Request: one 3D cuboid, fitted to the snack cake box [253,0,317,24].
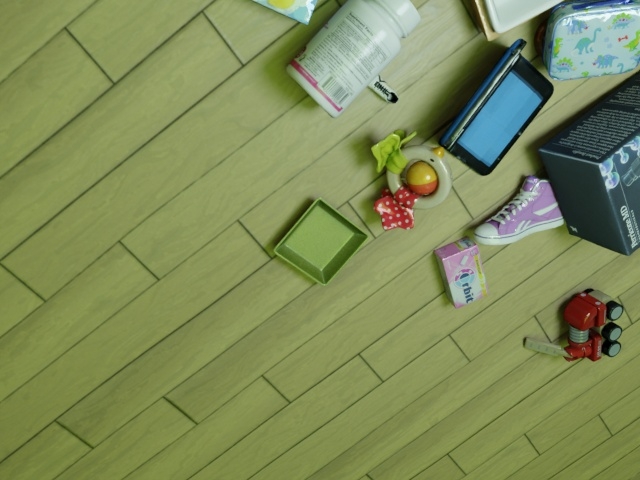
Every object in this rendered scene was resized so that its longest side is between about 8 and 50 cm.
[{"bbox_3d":[-0.050,-0.607,1.224,0.152,0.089,0.264,17,110,-20],"label":"snack cake box"}]

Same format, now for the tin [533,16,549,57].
[{"bbox_3d":[0.623,-0.491,1.478,0.190,0.040,0.106,11,116,-19],"label":"tin"}]

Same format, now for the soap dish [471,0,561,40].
[{"bbox_3d":[0.418,-0.632,1.313,0.229,0.118,0.291,-29,118,0],"label":"soap dish"}]

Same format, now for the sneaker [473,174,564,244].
[{"bbox_3d":[0.535,-0.093,1.614,0.282,0.102,0.161,-19,115,-17],"label":"sneaker"}]

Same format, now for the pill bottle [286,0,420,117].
[{"bbox_3d":[0.074,-0.423,1.301,0.283,0.160,0.160,-45,117,9],"label":"pill bottle"}]

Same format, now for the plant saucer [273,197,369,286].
[{"bbox_3d":[0.000,0.000,1.547,0.188,0.045,0.188,36,102,-25],"label":"plant saucer"}]

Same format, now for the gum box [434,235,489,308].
[{"bbox_3d":[0.403,0.097,1.683,0.107,0.062,0.188,-23,118,-3],"label":"gum box"}]

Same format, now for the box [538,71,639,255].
[{"bbox_3d":[0.815,-0.210,1.522,0.395,0.212,0.293,-37,118,-7],"label":"box"}]

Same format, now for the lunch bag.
[{"bbox_3d":[0.641,-0.476,1.382,0.219,0.090,0.176,-5,134,8],"label":"lunch bag"}]

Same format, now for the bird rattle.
[{"bbox_3d":[0.218,-0.143,1.444,0.207,0.143,0.253,2,109,34],"label":"bird rattle"}]

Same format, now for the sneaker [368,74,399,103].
[{"bbox_3d":[0.148,-0.365,1.413,0.109,0.043,0.040,31,106,-23],"label":"sneaker"}]

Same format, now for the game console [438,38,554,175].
[{"bbox_3d":[0.444,-0.309,1.449,0.173,0.250,0.293,36,103,2],"label":"game console"}]

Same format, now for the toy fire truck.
[{"bbox_3d":[0.779,0.280,1.833,0.246,0.158,0.217,-20,119,-16],"label":"toy fire truck"}]
